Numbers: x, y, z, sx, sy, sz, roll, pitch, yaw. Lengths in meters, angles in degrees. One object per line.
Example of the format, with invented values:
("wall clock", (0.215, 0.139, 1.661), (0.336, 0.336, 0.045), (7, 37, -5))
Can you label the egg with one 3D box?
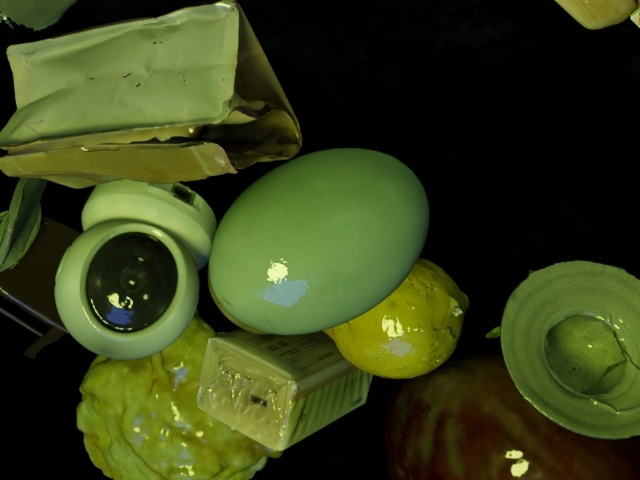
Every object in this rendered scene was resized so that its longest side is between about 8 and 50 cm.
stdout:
("egg", (0.000, 0.000, 1.063), (0.282, 0.203, 0.203), (-32, 143, -15))

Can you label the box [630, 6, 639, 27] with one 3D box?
("box", (0.357, -0.212, 0.882), (0.093, 0.015, 0.058), (32, 136, -26))

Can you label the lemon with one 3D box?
("lemon", (0.101, 0.105, 1.230), (0.206, 0.173, 0.173), (-3, 140, 19))

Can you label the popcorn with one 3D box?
("popcorn", (-0.248, 0.283, 1.474), (0.334, 0.294, 0.292), (-26, 132, 18))

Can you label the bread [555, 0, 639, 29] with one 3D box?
("bread", (0.247, -0.252, 0.826), (0.115, 0.056, 0.082), (37, 156, -12))

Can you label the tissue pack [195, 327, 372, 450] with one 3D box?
("tissue pack", (-0.044, 0.191, 1.290), (0.159, 0.234, 0.125), (20, 108, 28))

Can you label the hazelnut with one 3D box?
("hazelnut", (0.283, 0.343, 1.350), (0.421, 0.353, 0.421), (30, 163, 10))

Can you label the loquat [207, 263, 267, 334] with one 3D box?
("loquat", (-0.079, 0.045, 1.217), (0.152, 0.152, 0.195), (-7, 135, 23))

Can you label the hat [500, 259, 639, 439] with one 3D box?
("hat", (0.348, 0.156, 1.192), (0.252, 0.252, 0.110), (11, 151, 1))

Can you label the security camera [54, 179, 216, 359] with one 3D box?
("security camera", (-0.253, 0.048, 1.198), (0.194, 0.236, 0.194), (9, 144, 7))

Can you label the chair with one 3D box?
("chair", (-0.397, 0.025, 1.276), (0.186, 0.160, 0.319), (35, 138, -20))

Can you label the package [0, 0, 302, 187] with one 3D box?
("package", (-0.208, -0.120, 1.027), (0.311, 0.165, 0.221), (-4, 140, 21))

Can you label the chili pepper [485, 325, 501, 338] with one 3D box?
("chili pepper", (0.288, 0.138, 1.352), (0.083, 0.017, 0.030), (-9, 140, 24))

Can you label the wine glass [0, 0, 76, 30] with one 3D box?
("wine glass", (-0.245, -0.294, 0.867), (0.103, 0.103, 0.222), (31, 139, -24))
